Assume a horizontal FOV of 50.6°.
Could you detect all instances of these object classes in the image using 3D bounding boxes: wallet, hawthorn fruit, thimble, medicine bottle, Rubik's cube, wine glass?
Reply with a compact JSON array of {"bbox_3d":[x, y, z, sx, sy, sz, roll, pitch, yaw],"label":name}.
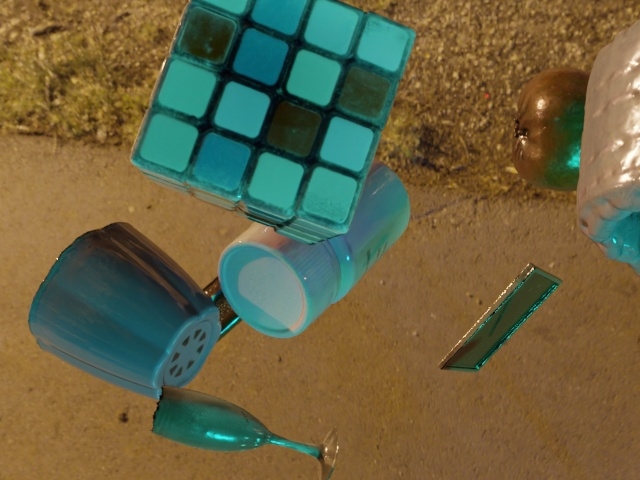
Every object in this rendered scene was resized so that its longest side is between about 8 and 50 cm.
[{"bbox_3d":[-0.221,0.140,1.507,0.243,0.039,0.133,-40,57,-2],"label":"wallet"},{"bbox_3d":[0.575,-0.234,1.476,0.300,0.268,0.268,8,62,5],"label":"hawthorn fruit"},{"bbox_3d":[0.215,-0.044,0.383,0.127,0.151,0.118,1,71,37],"label":"thimble"},{"bbox_3d":[0.000,0.000,1.273,0.219,0.219,0.388,22,37,21],"label":"medicine bottle"},{"bbox_3d":[-0.064,-0.155,0.846,0.253,0.259,0.256,20,86,-6],"label":"Rubik's cube"},{"bbox_3d":[-0.082,0.207,0.727,0.198,0.066,0.066,18,62,-11],"label":"wine glass"}]

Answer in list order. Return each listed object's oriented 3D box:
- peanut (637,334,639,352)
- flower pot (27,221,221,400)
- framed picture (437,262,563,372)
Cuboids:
[{"bbox_3d":[0.550,0.158,0.951,0.263,0.117,0.101,10,67,-34],"label":"peanut"},{"bbox_3d":[-0.316,0.134,1.159,0.243,0.265,0.265,29,69,20],"label":"flower pot"},{"bbox_3d":[0.452,0.204,1.690,0.335,0.247,0.022,-51,57,14],"label":"framed picture"}]
